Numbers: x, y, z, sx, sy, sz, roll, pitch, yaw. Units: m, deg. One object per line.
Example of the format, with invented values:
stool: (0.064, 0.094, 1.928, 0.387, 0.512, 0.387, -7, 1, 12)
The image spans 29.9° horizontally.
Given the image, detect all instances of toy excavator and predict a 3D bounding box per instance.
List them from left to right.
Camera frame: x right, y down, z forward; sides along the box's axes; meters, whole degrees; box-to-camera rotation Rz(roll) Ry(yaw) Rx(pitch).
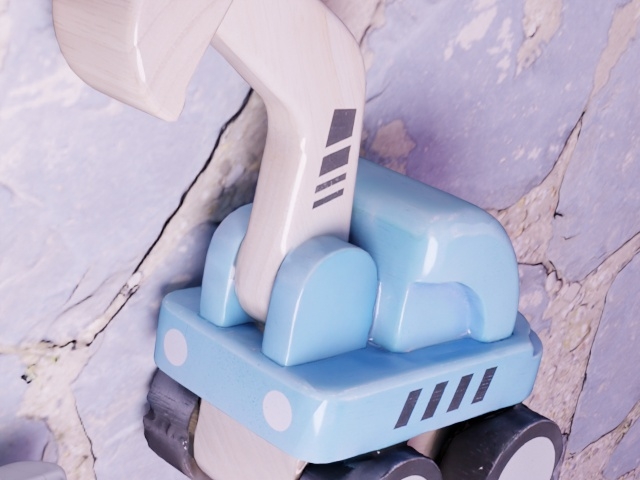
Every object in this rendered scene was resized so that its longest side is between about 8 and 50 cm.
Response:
toy excavator: (0.000, 0.000, 0.820, 0.433, 0.222, 0.445, -7, 113, -45)

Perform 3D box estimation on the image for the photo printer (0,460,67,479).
photo printer: (-0.255, 0.320, 0.754, 0.256, 0.107, 0.307, -13, 96, -40)
